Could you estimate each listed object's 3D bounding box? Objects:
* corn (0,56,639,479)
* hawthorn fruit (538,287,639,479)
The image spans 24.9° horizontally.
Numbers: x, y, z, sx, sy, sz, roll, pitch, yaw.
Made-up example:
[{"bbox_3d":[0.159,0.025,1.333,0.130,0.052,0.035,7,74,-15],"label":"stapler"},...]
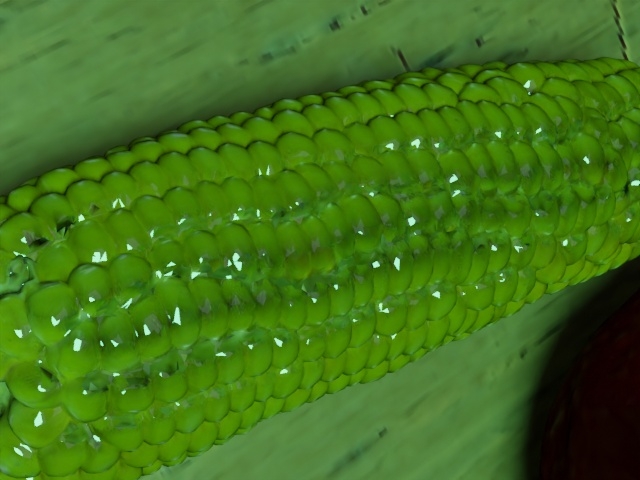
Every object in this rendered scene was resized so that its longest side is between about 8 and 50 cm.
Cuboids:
[{"bbox_3d":[0.000,0.000,0.476,0.310,0.101,0.101,-20,96,-26],"label":"corn"},{"bbox_3d":[0.210,0.123,0.528,0.266,0.210,0.230,44,60,-37],"label":"hawthorn fruit"}]
